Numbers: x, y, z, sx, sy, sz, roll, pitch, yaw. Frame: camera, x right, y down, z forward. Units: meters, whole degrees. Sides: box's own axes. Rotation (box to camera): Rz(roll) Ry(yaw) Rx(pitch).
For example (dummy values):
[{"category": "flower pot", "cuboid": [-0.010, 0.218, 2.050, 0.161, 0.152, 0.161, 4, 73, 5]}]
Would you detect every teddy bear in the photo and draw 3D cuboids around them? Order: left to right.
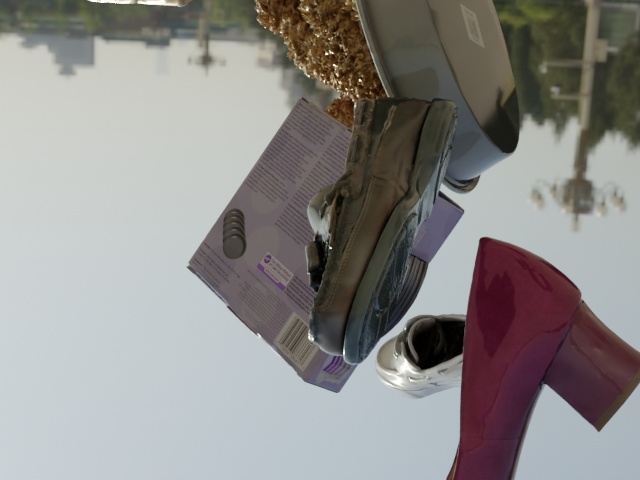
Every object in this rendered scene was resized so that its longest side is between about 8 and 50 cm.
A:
[{"category": "teddy bear", "cuboid": [0.037, -0.220, 1.327, 0.113, 0.338, 0.245, -34, -179, -39]}]

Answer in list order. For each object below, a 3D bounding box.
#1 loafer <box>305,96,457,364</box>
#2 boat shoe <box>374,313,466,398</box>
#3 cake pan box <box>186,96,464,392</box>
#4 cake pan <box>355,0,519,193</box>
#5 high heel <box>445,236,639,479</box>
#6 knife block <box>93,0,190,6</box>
[{"category": "loafer", "cuboid": [0.029, -0.017, 0.788, 0.084, 0.096, 0.267, 15, -140, 11]}, {"category": "boat shoe", "cuboid": [0.129, 0.126, 1.284, 0.088, 0.096, 0.267, 33, 164, -23]}, {"category": "cake pan box", "cuboid": [0.000, 0.000, 1.243, 0.070, 0.246, 0.267, 25, -171, -47]}, {"category": "cake pan", "cuboid": [0.110, -0.188, 1.008, 0.054, 0.293, 0.293, -16, -175, 23]}, {"category": "high heel", "cuboid": [0.102, 0.184, 0.990, 0.181, 0.377, 0.127, 39, 180, 1]}, {"category": "knife block", "cuboid": [-0.222, -0.419, 1.393, 0.276, 0.242, 0.088, 12, -139, 39]}]
